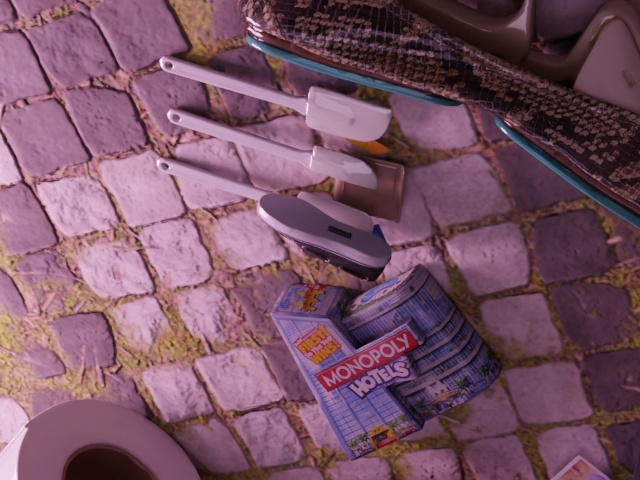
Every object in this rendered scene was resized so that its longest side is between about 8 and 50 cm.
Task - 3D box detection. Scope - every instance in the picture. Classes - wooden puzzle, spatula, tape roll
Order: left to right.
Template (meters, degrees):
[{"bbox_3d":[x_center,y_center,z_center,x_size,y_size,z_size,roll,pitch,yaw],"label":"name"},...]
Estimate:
[{"bbox_3d":[-0.268,0.323,1.885,0.246,0.246,0.169,38,127,-7],"label":"tape roll"},{"bbox_3d":[-0.053,-0.089,1.664,0.242,0.019,0.168,17,128,13],"label":"spatula"},{"bbox_3d":[0.049,-0.055,1.661,0.078,0.014,0.116,22,127,11],"label":"wooden puzzle"}]

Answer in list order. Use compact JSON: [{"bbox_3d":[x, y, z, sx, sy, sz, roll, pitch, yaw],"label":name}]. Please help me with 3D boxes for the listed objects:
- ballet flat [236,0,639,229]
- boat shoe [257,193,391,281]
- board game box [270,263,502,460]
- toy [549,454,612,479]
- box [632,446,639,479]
[{"bbox_3d":[0.163,-0.163,1.473,0.482,0.164,0.182,27,107,4],"label":"ballet flat"},{"bbox_3d":[0.000,0.000,1.657,0.142,0.049,0.040,24,128,3],"label":"boat shoe"},{"bbox_3d":[0.052,0.112,1.741,0.194,0.060,0.194,-30,109,33],"label":"board game box"},{"bbox_3d":[0.258,0.343,1.821,0.137,0.056,0.237,37,127,-4],"label":"toy"},{"bbox_3d":[0.366,0.307,1.628,0.103,0.261,0.184,-7,119,24],"label":"box"}]
